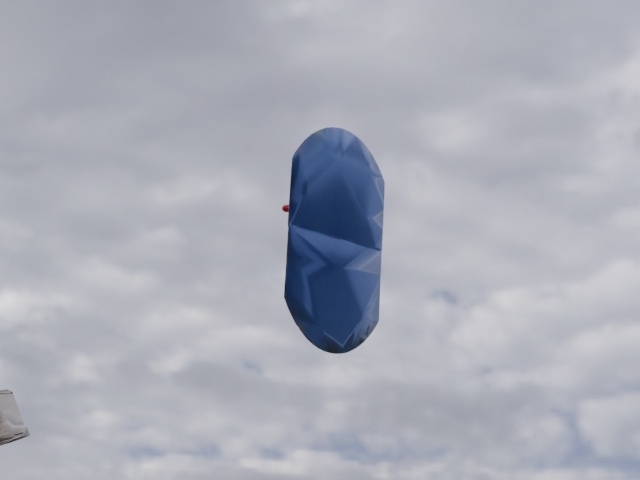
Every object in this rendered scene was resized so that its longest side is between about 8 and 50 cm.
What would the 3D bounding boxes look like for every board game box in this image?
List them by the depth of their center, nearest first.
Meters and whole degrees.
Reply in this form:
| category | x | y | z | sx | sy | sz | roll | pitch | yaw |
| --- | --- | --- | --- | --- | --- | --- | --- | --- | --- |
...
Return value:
| category | x | y | z | sx | sy | sz | roll | pitch | yaw |
| --- | --- | --- | --- | --- | --- | --- | --- | --- | --- |
| board game box | 0.000 | 0.000 | 0.943 | 0.033 | 0.169 | 0.133 | -2 | -9 | 32 |

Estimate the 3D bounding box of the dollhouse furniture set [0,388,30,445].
| category | x | y | z | sx | sy | sz | roll | pitch | yaw |
| --- | --- | --- | --- | --- | --- | --- | --- | --- | --- |
| dollhouse furniture set | -0.410 | 0.040 | 1.123 | 0.173 | 0.356 | 0.303 | -20 | -6 | 4 |
